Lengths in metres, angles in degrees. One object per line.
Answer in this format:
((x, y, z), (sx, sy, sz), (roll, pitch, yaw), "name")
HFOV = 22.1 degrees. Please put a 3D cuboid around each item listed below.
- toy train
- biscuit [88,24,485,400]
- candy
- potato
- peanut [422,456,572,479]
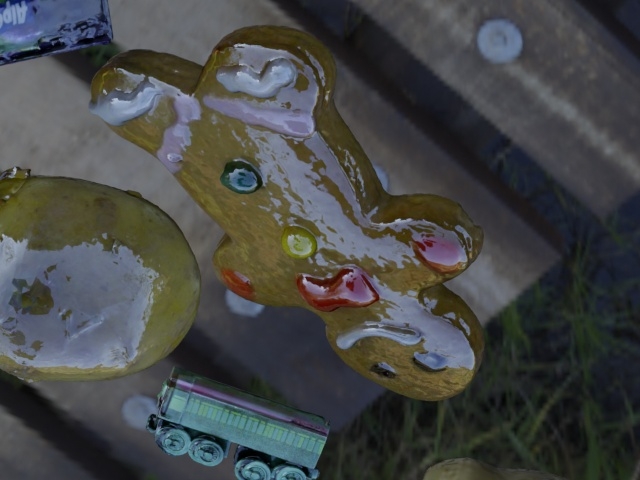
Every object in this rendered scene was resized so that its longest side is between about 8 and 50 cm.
((-0.065, 0.156, 1.322), (0.148, 0.038, 0.071), (20, 104, -6), "toy train")
((-0.001, 0.001, 1.405), (0.283, 0.064, 0.432), (-7, 130, 40), "biscuit")
((-0.311, -0.150, 1.237), (0.312, 0.088, 0.061), (-18, 107, -34), "candy")
((-0.166, 0.025, 1.056), (0.176, 0.137, 0.137), (8, 117, 0), "potato")
((0.076, 0.130, 0.358), (0.099, 0.214, 0.099), (-19, 133, -22), "peanut")
